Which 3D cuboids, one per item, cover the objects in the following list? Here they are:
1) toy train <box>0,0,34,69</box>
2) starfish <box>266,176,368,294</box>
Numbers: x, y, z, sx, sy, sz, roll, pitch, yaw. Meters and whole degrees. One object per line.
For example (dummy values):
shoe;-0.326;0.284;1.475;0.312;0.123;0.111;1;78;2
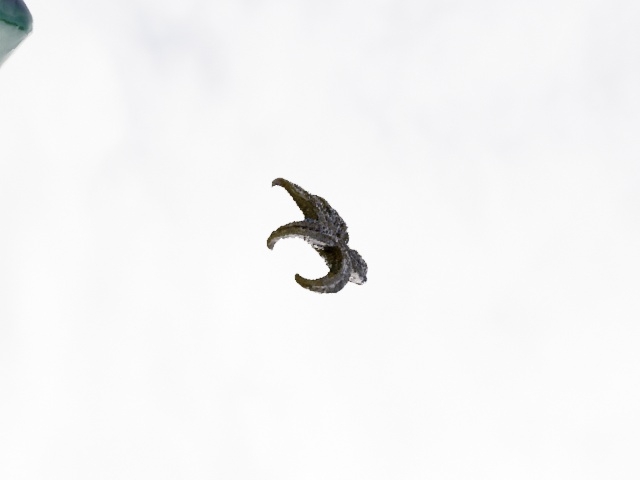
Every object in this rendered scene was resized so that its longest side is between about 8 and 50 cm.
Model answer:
toy train;-0.168;-0.076;0.551;0.136;0.091;0.228;-41;-112;21
starfish;0.000;0.000;1.057;0.028;0.078;0.091;-31;-153;16
